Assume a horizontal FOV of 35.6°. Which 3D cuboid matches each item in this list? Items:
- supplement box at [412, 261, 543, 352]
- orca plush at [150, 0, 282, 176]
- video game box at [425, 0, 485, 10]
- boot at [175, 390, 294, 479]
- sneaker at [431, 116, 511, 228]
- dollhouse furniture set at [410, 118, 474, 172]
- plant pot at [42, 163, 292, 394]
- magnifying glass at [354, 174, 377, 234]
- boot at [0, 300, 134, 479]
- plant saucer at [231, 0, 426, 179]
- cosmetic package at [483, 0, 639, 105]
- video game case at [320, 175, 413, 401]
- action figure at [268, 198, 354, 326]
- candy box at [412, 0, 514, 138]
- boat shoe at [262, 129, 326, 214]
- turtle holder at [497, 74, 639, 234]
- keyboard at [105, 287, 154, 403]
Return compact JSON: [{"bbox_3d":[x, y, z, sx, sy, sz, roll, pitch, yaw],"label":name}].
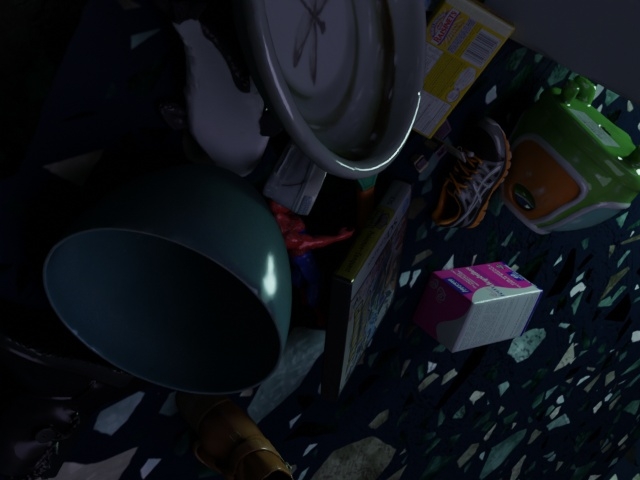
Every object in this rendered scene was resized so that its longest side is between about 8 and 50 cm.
[{"bbox_3d":[0.294,0.121,1.863,0.220,0.111,0.113,-8,126,-44],"label":"supplement box"},{"bbox_3d":[-0.126,-0.204,1.187,0.151,0.102,0.287,-11,141,22],"label":"orca plush"},{"bbox_3d":[0.210,-0.408,1.367,0.205,0.048,0.187,-11,127,-41],"label":"video game box"},{"bbox_3d":[-0.104,0.345,1.543,0.109,0.220,0.283,-37,142,-19],"label":"boot"},{"bbox_3d":[0.246,-0.103,1.645,0.083,0.084,0.214,-13,131,-34],"label":"sneaker"},{"bbox_3d":[0.182,-0.155,1.527,0.091,0.081,0.114,-45,144,-8],"label":"dollhouse furniture set"},{"bbox_3d":[-0.155,0.021,1.201,0.290,0.290,0.195,81,22,-46],"label":"plant pot"},{"bbox_3d":[0.068,-0.100,1.504,0.092,0.026,0.231,-29,140,-27],"label":"magnifying glass"},{"bbox_3d":[-0.375,0.197,1.233,0.207,0.094,0.246,-50,137,9],"label":"boot"},{"bbox_3d":[-0.003,-0.267,1.136,0.400,0.101,0.400,5,84,-60],"label":"plant saucer"},{"bbox_3d":[0.500,-0.372,1.427,0.394,0.329,0.327,-7,127,-56],"label":"cosmetic package"},{"bbox_3d":[0.072,0.077,1.550,0.274,0.035,0.248,95,21,-44],"label":"video game case"},{"bbox_3d":[0.000,0.000,1.466,0.139,0.091,0.280,-37,143,-8],"label":"action figure"},{"bbox_3d":[0.167,-0.244,1.390,0.105,0.027,0.206,29,123,-13],"label":"candy box"},{"bbox_3d":[-0.026,-0.128,1.282,0.227,0.081,0.079,-77,-169,-46],"label":"boat shoe"},{"bbox_3d":[0.428,-0.140,1.716,0.227,0.243,0.320,-49,-173,23],"label":"turtle holder"},{"bbox_3d":[-0.192,0.116,1.413,0.317,0.033,0.201,-19,139,-37],"label":"keyboard"}]
